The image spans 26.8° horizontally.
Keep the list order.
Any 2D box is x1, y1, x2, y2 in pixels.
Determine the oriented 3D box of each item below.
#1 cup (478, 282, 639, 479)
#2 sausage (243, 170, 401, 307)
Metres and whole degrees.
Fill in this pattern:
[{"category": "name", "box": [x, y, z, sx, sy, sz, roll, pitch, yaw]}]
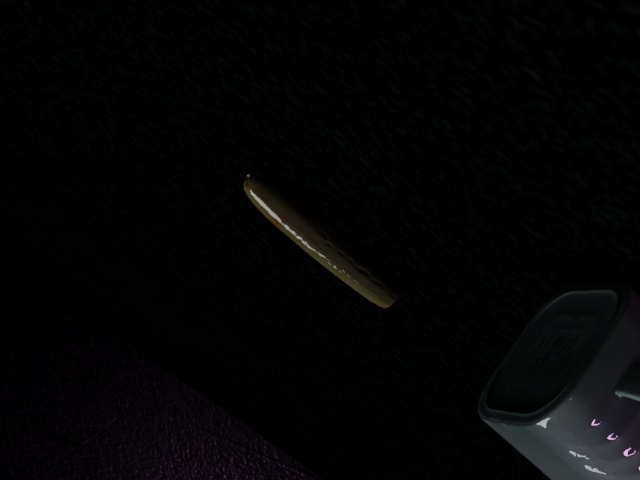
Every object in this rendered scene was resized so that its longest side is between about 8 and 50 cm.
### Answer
[{"category": "cup", "box": [0.163, 0.093, 0.647, 0.129, 0.095, 0.128, 40, 166, -13]}, {"category": "sausage", "box": [0.000, 0.000, 0.878, 0.132, 0.024, 0.024, 39, 167, -20]}]
